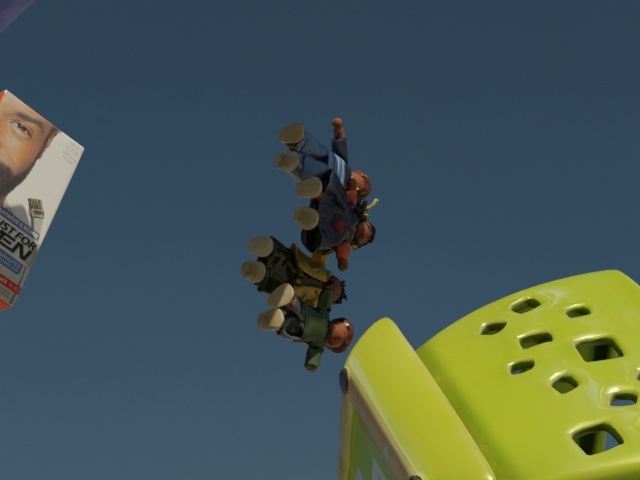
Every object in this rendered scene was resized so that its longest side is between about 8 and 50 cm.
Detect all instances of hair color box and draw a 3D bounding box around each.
[{"bbox_3d":[-0.277,-0.032,1.355,0.093,0.167,0.053,38,-36,-30],"label":"hair color box"}]

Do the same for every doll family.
[{"bbox_3d":[0.000,0.000,1.210,0.076,0.193,0.111,15,-6,39],"label":"doll family"}]

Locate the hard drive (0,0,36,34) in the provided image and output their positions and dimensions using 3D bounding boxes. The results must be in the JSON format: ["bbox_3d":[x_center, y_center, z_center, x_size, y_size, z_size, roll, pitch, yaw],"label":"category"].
[{"bbox_3d":[-0.280,-0.182,1.140,0.040,0.319,0.210,37,-21,12],"label":"hard drive"}]

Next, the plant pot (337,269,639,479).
[{"bbox_3d":[0.128,0.169,0.980,0.207,0.227,0.228,-4,-64,-15],"label":"plant pot"}]
